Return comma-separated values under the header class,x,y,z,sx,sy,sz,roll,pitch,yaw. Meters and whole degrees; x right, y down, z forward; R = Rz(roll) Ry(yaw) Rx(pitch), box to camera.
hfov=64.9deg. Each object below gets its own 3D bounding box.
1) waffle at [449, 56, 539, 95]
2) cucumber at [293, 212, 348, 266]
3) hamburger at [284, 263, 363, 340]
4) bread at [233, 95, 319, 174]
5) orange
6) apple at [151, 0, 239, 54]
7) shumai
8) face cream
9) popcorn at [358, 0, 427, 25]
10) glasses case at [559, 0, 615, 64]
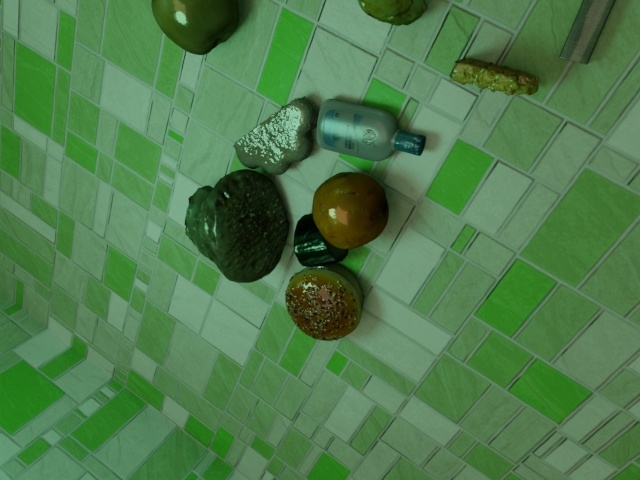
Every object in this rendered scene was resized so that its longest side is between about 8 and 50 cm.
class,x,y,z,sx,sy,sz,roll,pitch,yaw
waffle,0.452,-0.418,1.292,0.210,0.160,0.055,22,120,18
cucumber,-0.005,-0.001,1.718,0.130,0.191,0.191,-13,106,26
hamburger,0.011,0.224,1.813,0.300,0.176,0.300,10,115,22
bread,-0.131,-0.328,1.680,0.337,0.102,0.183,-27,102,32
orange,0.095,-0.099,1.577,0.246,0.246,0.246,11,117,23
apple,-0.381,-0.710,1.544,0.262,0.262,0.262,11,117,23
shumai,-0.329,-0.059,1.809,0.323,0.324,0.398,8,113,40
face cream,0.152,-0.325,1.540,0.336,0.080,0.163,18,119,20
popcorn,0.182,-0.653,1.290,0.204,0.221,0.184,33,100,12
glasses case,0.650,-0.534,1.204,0.070,0.047,0.205,24,122,18
